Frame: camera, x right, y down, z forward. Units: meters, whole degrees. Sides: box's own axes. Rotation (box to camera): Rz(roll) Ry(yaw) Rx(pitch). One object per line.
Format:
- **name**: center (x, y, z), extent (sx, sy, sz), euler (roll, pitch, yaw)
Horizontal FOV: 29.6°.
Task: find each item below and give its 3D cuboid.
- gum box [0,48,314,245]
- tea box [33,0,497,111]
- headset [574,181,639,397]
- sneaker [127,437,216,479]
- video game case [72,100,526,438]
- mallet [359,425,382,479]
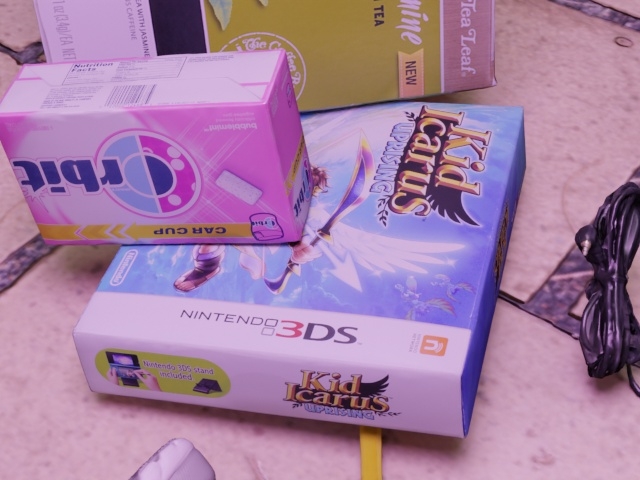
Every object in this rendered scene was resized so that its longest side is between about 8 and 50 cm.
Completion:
- **gum box**: center (-0.108, -0.056, 0.773), extent (0.188, 0.107, 0.062), euler (-1, 40, 14)
- **tea box**: center (-0.054, -0.261, 0.950), extent (0.324, 0.220, 0.329), euler (-8, 32, -3)
- **headset**: center (0.332, 0.040, 0.661), extent (0.394, 0.243, 0.185), euler (-4, 67, 34)
- **sneaker**: center (-0.097, 0.229, 0.620), extent (0.115, 0.105, 0.281), euler (31, 41, -13)
- **video game case**: center (0.000, 0.000, 0.817), extent (0.244, 0.061, 0.269), euler (5, 42, 15)
- **mallet**: center (0.040, 0.117, 0.745), extent (0.062, 0.039, 0.189), euler (3, 42, 8)
